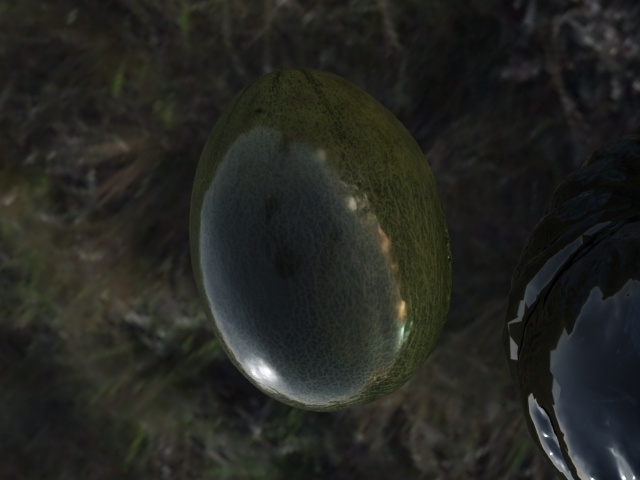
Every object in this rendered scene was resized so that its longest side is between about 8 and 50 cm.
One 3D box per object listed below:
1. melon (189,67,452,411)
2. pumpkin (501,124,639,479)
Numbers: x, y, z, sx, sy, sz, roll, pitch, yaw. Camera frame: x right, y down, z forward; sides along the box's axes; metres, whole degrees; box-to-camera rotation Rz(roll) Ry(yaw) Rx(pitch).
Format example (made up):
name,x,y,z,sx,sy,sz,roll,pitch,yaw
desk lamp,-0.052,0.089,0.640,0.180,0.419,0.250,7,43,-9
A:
name,x,y,z,sx,sy,sz,roll,pitch,yaw
melon,0.000,0.000,0.614,0.098,0.098,0.130,-2,100,36
pumpkin,0.303,0.046,1.105,0.363,0.363,0.266,-16,124,43
